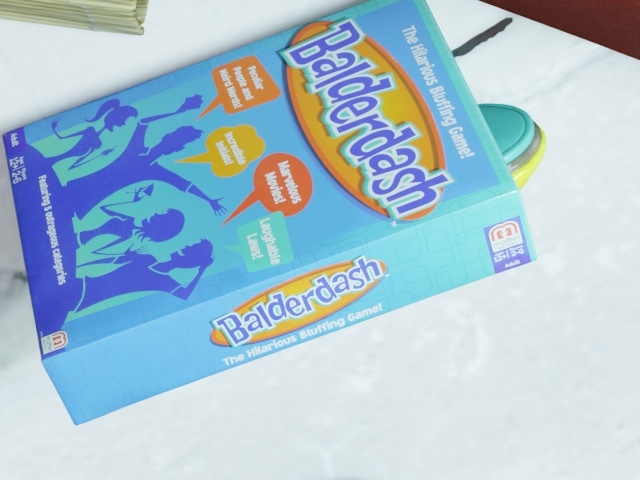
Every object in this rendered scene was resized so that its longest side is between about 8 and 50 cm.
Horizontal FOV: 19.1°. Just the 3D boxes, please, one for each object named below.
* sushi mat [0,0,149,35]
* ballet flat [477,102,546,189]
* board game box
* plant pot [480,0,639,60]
[{"bbox_3d":[-0.229,-0.122,0.805,0.316,0.151,0.019,6,87,-8],"label":"sushi mat"},{"bbox_3d":[0.000,0.000,0.908,0.231,0.077,0.077,-17,128,2],"label":"ballet flat"},{"bbox_3d":[-0.029,-0.021,0.845,0.210,0.160,0.047,-20,132,-1],"label":"board game box"},{"bbox_3d":[0.162,-0.195,0.776,0.267,0.236,0.267,19,103,-10],"label":"plant pot"}]
